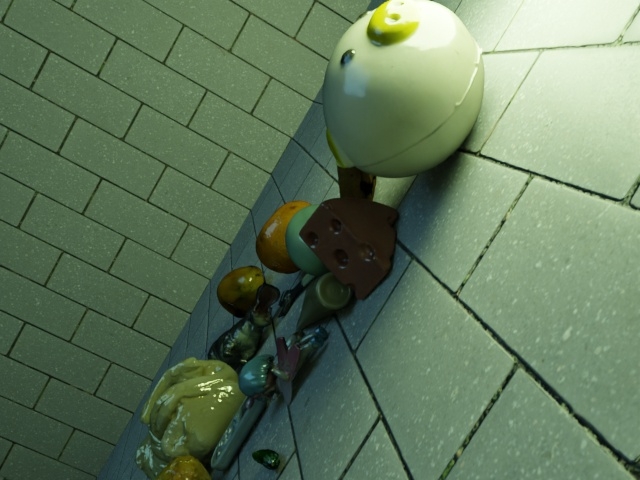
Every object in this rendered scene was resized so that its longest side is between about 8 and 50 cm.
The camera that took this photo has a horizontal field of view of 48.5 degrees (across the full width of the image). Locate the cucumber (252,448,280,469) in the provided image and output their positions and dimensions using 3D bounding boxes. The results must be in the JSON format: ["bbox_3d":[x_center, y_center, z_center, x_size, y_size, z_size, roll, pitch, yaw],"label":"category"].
[{"bbox_3d":[-0.109,0.450,1.465,0.039,0.039,0.168,-65,12,-18],"label":"cucumber"}]

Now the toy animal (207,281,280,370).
[{"bbox_3d":[-0.227,0.286,2.105,0.343,0.106,0.168,-51,18,28],"label":"toy animal"}]

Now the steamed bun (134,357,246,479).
[{"bbox_3d":[-0.376,0.498,1.974,0.372,0.230,0.324,-47,22,40],"label":"steamed bun"}]

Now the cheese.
[{"bbox_3d":[0.094,-0.008,1.519,0.177,0.203,0.128,-30,-19,-47],"label":"cheese"}]

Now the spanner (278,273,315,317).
[{"bbox_3d":[-0.042,0.118,1.946,0.316,0.024,0.087,-46,22,45],"label":"spanner"}]

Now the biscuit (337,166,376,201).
[{"bbox_3d":[0.095,-0.215,1.684,0.367,0.063,0.314,-71,-21,-57],"label":"biscuit"}]

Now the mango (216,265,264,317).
[{"bbox_3d":[-0.271,0.162,2.462,0.166,0.136,0.236,-62,18,-21],"label":"mango"}]

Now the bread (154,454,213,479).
[{"bbox_3d":[-0.348,0.646,1.732,0.240,0.139,0.240,-56,14,22],"label":"bread"}]

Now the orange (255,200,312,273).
[{"bbox_3d":[-0.080,-0.005,2.018,0.224,0.170,0.224,-49,-5,-6],"label":"orange"}]

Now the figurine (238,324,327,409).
[{"bbox_3d":[-0.087,0.265,1.628,0.260,0.103,0.205,-42,23,29],"label":"figurine"}]

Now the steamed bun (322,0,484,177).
[{"bbox_3d":[0.161,-0.300,1.410,0.334,0.334,0.373,-47,18,46],"label":"steamed bun"}]

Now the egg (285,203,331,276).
[{"bbox_3d":[0.000,0.000,1.703,0.168,0.168,0.231,-59,16,10],"label":"egg"}]

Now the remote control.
[{"bbox_3d":[-0.199,0.465,1.757,0.244,0.047,0.087,-59,10,10],"label":"remote control"}]

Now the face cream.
[{"bbox_3d":[-0.007,0.141,1.664,0.341,0.084,0.137,138,148,-72],"label":"face cream"}]
